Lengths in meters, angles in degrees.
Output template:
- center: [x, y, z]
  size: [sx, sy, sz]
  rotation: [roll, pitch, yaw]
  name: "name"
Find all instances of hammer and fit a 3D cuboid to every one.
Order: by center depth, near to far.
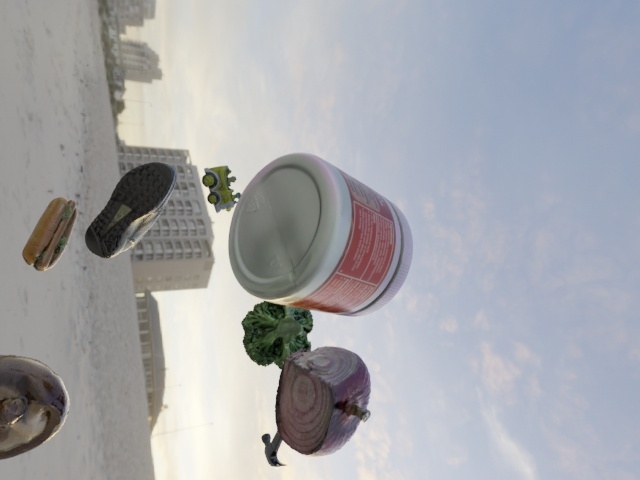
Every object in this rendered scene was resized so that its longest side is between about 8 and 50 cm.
- center: [-0.108, 0.570, 1.293]
  size: [0.137, 0.037, 0.290]
  rotation: [54, -53, 50]
  name: "hammer"

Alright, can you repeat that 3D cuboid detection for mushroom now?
- center: [-0.576, 0.287, 0.743]
  size: [0.194, 0.231, 0.138]
  rotation: [-44, -140, 23]
  name: "mushroom"

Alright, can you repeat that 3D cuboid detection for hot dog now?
- center: [-0.779, -0.021, 1.243]
  size: [0.100, 0.068, 0.249]
  rotation: [65, 22, -51]
  name: "hot dog"

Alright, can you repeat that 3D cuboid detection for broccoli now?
- center: [-0.131, 0.307, 1.424]
  size: [0.261, 0.269, 0.241]
  rotation: [45, -21, 4]
  name: "broccoli"

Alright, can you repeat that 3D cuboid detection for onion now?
- center: [0.021, 0.416, 1.108]
  size: [0.272, 0.230, 0.256]
  rotation: [43, -71, 35]
  name: "onion"

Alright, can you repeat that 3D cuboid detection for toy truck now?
- center: [-0.227, -0.119, 0.979]
  size: [0.076, 0.077, 0.111]
  rotation: [-135, -149, -73]
  name: "toy truck"

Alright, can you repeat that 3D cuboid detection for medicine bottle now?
- center: [0.000, 0.000, 0.758]
  size: [0.252, 0.241, 0.252]
  rotation: [-15, -114, 36]
  name: "medicine bottle"

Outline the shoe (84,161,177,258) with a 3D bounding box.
- center: [-0.295, -0.051, 0.688]
  size: [0.074, 0.077, 0.194]
  rotation: [46, -77, 5]
  name: "shoe"
